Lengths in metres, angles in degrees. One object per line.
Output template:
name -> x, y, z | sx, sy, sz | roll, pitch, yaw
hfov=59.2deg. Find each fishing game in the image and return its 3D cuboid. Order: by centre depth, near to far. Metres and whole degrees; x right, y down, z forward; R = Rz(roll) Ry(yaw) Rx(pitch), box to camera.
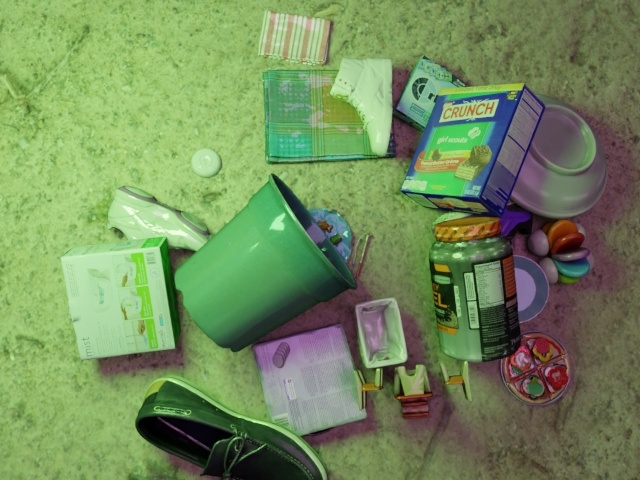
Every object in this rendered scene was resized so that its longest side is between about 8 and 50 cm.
fishing game -> 0.000, 0.000, 1.531 | 0.264, 0.041, 0.189 | 17, 83, -3

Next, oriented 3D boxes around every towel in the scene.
towel -> 0.024, -0.355, 1.589 | 0.370, 0.040, 0.272 | -3, 82, -6
towel -> -0.075, -0.584, 1.620 | 0.196, 0.029, 0.144 | 8, 80, -4

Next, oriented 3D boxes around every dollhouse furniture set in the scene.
dollhouse furniture set -> 0.228, 0.374, 1.373 | 0.261, 0.259, 0.135 | -7, 76, 8

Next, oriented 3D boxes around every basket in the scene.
basket -> 0.151, 0.241, 1.474 | 0.113, 0.103, 0.167 | -9, 81, -6

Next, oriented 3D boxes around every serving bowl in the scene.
serving bowl -> -0.314, -0.215, 1.542 | 0.083, 0.027, 0.083 | 1, 82, -5

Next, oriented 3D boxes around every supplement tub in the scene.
supplement tub -> 0.387, 0.117, 1.425 | 0.207, 0.207, 0.338 | -9, 98, -6

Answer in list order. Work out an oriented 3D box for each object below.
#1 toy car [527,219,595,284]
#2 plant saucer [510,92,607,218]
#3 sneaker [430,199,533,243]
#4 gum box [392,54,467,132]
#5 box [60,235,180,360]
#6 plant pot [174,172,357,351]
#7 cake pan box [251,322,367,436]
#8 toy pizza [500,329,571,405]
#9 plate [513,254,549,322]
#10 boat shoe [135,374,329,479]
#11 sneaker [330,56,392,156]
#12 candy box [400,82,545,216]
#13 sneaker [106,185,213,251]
toy car -> 0.671, 0.029, 1.536 | 0.159, 0.136, 0.182 | -14, 84, -8
plant saucer -> 0.636, -0.259, 1.549 | 0.400, 0.100, 0.401 | 5, 68, -13
sneaker -> 0.453, -0.029, 1.543 | 0.293, 0.102, 0.146 | -14, 92, -7
gum box -> 0.312, -0.406, 1.608 | 0.157, 0.041, 0.184 | 29, 80, -11
box -> -0.481, 0.140, 1.379 | 0.231, 0.127, 0.262 | -7, 104, -5
plant pot -> -0.144, 0.073, 1.360 | 0.334, 0.341, 0.341 | -36, 86, 5
cake pan box -> -0.029, 0.367, 1.458 | 0.245, 0.070, 0.267 | -15, 83, -5
toy pizza -> 0.590, 0.346, 1.533 | 0.201, 0.032, 0.201 | 1, 81, -5
plate -> 0.527, 0.133, 1.548 | 0.188, 0.024, 0.188 | 0, 89, 8
boat shoe -> -0.217, 0.500, 1.346 | 0.500, 0.156, 0.187 | 28, 114, 3
sneaker -> 0.107, -0.366, 1.536 | 0.169, 0.108, 0.293 | 3, 71, -5
candy box -> 0.389, -0.238, 1.466 | 0.122, 0.268, 0.317 | 31, 79, -37
sneaker -> -0.413, -0.020, 1.479 | 0.305, 0.114, 0.152 | 28, 99, -1
